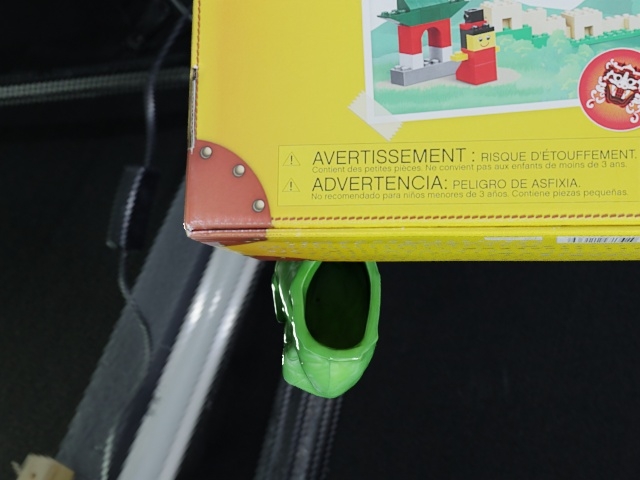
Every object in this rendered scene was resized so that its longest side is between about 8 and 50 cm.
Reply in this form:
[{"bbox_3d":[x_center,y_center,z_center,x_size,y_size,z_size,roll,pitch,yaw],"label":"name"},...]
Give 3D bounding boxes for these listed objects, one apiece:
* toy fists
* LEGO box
[{"bbox_3d":[0.000,0.000,0.935,0.096,0.142,0.279,-4,-110,-1],"label":"toy fists"},{"bbox_3d":[0.171,-0.177,0.718,0.499,0.193,0.373,0,-96,12],"label":"LEGO box"}]
